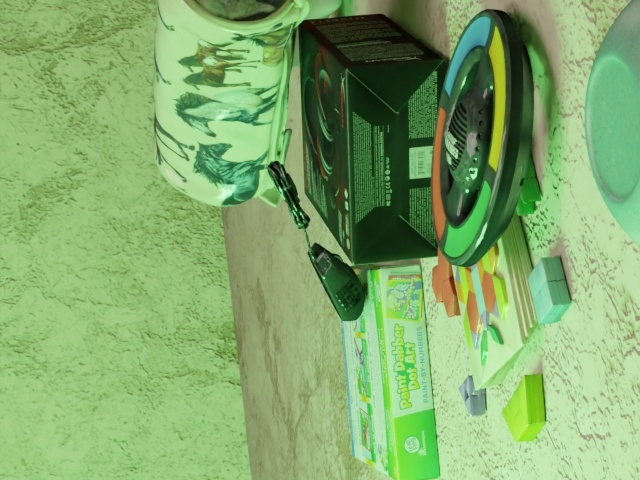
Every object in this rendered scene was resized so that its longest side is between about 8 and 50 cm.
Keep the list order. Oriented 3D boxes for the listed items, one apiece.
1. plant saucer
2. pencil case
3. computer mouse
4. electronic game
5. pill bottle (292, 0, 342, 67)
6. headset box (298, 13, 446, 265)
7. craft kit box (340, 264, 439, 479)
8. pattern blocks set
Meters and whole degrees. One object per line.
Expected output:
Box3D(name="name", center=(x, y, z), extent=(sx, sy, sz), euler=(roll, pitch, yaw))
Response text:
Box3D(name="plant saucer", center=(0.219, -0.078, 1.062), extent=(0.195, 0.037, 0.195), euler=(174, 90, -79))
Box3D(name="pencil case", center=(-0.097, -0.199, 1.741), extent=(0.410, 0.183, 0.160), euler=(104, -172, -61))
Box3D(name="computer mouse", center=(0.000, 0.000, 1.763), extent=(0.242, 0.041, 0.071), euler=(64, 177, -38))
Box3D(name="electronic game", center=(0.137, -0.090, 1.360), extent=(0.229, 0.048, 0.229), euler=(-174, 90, -79))
Box3D(name="pill bottle", center=(-0.052, -0.373, 1.990), extent=(0.160, 0.160, 0.283), euler=(-130, 36, -71))
Box3D(name="headset box", center=(0.050, -0.124, 1.713), extent=(0.293, 0.110, 0.218), euler=(-122, 28, -67))
Box3D(name="craft kit box", center=(0.078, 0.152, 1.859), extent=(0.246, 0.061, 0.250), euler=(-178, 83, -81))
Box3D(name="pattern blocks set", center=(0.162, 0.051, 1.446), extent=(0.325, 0.026, 0.285), euler=(101, 160, -54))
